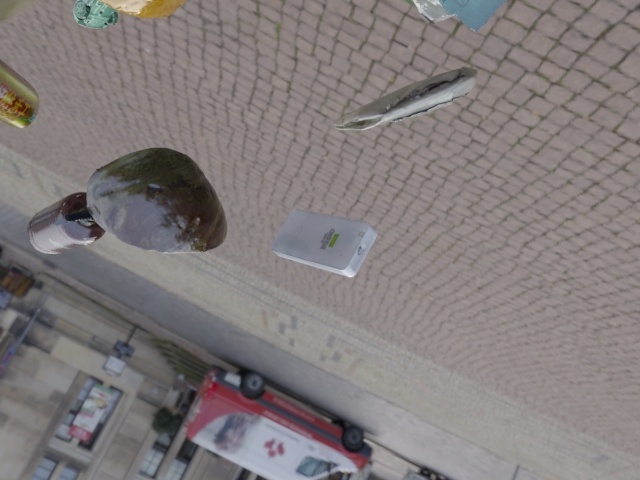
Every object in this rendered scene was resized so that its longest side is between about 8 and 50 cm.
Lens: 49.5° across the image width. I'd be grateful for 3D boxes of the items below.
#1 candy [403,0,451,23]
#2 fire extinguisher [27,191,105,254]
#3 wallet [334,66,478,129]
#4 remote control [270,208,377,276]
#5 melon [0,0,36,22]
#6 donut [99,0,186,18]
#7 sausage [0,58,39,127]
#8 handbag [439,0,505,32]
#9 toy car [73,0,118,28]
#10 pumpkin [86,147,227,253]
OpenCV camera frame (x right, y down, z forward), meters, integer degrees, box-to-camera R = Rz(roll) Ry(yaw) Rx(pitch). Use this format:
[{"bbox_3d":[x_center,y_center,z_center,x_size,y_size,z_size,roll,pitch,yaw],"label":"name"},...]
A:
[{"bbox_3d":[0.188,-0.715,1.728,0.386,0.186,0.427,19,-155,-34],"label":"candy"},{"bbox_3d":[-0.564,-0.037,1.550,0.337,0.135,0.115,-12,97,52],"label":"fire extinguisher"},{"bbox_3d":[0.195,-0.299,1.494,0.275,0.335,0.068,-117,6,-82],"label":"wallet"},{"bbox_3d":[0.000,0.000,1.306,0.034,0.103,0.250,38,165,-35],"label":"remote control"},{"bbox_3d":[-0.459,-0.360,0.818,0.222,0.317,0.223,9,115,21],"label":"melon"},{"bbox_3d":[-0.310,-0.450,1.074,0.277,0.108,0.278,31,-152,-19],"label":"donut"},{"bbox_3d":[-0.422,-0.196,0.879,0.082,0.082,0.371,29,176,-7],"label":"sausage"},{"bbox_3d":[0.265,-0.553,1.213,0.268,0.100,0.274,34,125,-8],"label":"handbag"},{"bbox_3d":[-0.419,-0.523,1.396,0.076,0.224,0.090,57,-152,10],"label":"toy car"},{"bbox_3d":[-0.293,-0.077,1.400,0.312,0.169,0.148,3,-144,-37],"label":"pumpkin"}]
